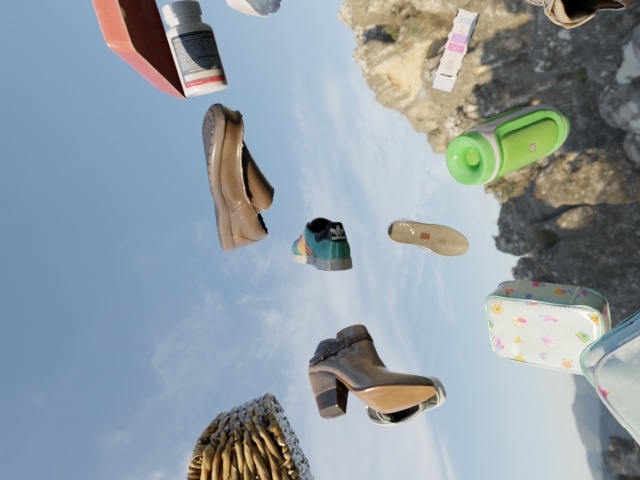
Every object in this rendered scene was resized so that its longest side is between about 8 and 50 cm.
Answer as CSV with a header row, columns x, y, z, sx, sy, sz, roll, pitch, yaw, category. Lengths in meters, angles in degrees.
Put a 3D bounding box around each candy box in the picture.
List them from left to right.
x,y,z,sx,sy,sz,roll,pitch,yaw,category
0.426,-0.597,1.285,0.165,0.070,0.196,-29,-43,-76,candy box

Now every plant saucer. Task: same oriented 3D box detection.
x,y,z,sx,sy,sz,roll,pitch,yaw,category
-0.321,-0.389,0.675,0.259,0.047,0.259,-129,22,-85,plant saucer

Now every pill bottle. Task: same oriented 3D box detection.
x,y,z,sx,sy,sz,roll,pitch,yaw,category
-0.281,-0.423,0.899,0.108,0.107,0.180,-47,-52,-58,pill bottle

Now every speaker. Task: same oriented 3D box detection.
x,y,z,sx,sy,sz,roll,pitch,yaw,category
0.429,-0.222,0.918,0.296,0.131,0.131,-24,-81,-24,speaker

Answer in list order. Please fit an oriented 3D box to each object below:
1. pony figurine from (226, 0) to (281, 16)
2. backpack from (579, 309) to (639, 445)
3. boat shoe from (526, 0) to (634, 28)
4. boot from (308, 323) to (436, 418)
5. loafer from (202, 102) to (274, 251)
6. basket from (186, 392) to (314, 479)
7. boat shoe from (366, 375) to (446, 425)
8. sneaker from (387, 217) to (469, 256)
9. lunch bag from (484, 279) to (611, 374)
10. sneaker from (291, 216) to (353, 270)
x,y,z,sx,sy,sz,roll,pitch,yaw,category
-0.234,-0.744,1.025,0.363,0.350,0.303,-123,33,-53,pony figurine
0.274,0.102,0.222,0.144,0.166,0.188,5,-137,-43,backpack
0.433,-0.439,0.696,0.324,0.123,0.117,-91,20,-68,boat shoe
0.042,0.115,0.379,0.087,0.118,0.042,-85,-25,-55,boot
-0.164,-0.123,0.841,0.366,0.130,0.134,99,158,-54,loafer
-0.132,0.384,0.632,0.214,0.223,0.299,60,169,20,basket
0.214,0.474,1.184,0.119,0.335,0.121,-6,-120,-34,boat shoe
0.301,-0.021,1.141,0.118,0.221,0.083,-51,-24,-74,sneaker
0.573,0.222,1.035,0.108,0.279,0.224,-33,-68,-38,lunch bag
0.000,0.000,1.027,0.108,0.302,0.121,-4,-85,-22,sneaker
